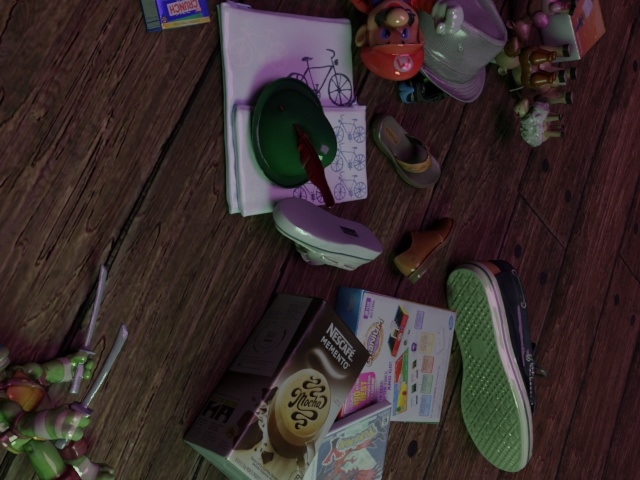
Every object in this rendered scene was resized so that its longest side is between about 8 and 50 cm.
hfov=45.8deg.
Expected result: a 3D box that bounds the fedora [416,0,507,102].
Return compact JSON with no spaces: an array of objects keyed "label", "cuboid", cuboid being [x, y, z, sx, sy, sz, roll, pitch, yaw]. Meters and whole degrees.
[{"label":"fedora","cuboid":[0.266,-0.416,1.468,0.275,0.124,0.244,40,52,-16]}]

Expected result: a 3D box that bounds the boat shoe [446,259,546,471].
[{"label":"boat shoe","cuboid":[0.404,0.275,1.690,0.155,0.186,0.501,-18,101,-37]}]

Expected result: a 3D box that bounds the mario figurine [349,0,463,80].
[{"label":"mario figurine","cuboid":[0.130,-0.441,1.324,0.170,0.198,0.321,4,80,-54]}]

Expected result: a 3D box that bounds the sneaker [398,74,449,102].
[{"label":"sneaker","cuboid":[0.238,-0.314,1.539,0.188,0.078,0.067,-22,109,-43]}]

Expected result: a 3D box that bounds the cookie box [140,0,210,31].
[{"label":"cookie box","cuboid":[-0.216,-0.363,1.095,0.091,0.040,0.107,-26,112,-43]}]

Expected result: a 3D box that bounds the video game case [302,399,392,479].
[{"label":"video game case","cuboid":[0.043,0.401,1.381,0.201,0.023,0.184,-15,122,-36]}]

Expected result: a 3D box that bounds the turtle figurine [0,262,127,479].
[{"label":"turtle figurine","cuboid":[-0.301,0.215,0.946,0.274,0.197,0.267,-33,120,-35]}]

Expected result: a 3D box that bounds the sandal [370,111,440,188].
[{"label":"sandal","cuboid":[0.182,-0.177,1.505,0.219,0.060,0.090,44,63,-39]}]

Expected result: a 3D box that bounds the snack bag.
[{"label":"snack bag","cuboid":[-0.035,-0.225,1.297,0.323,0.037,0.343,-9,100,-45]}]

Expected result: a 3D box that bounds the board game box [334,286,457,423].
[{"label":"board game box","cuboid":[0.141,0.233,1.494,0.316,0.064,0.243,17,81,-45]}]

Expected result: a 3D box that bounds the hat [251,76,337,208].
[{"label":"hat","cuboid":[0.010,-0.159,1.192,0.172,0.183,0.209,-3,96,-45]}]

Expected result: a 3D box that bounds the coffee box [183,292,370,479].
[{"label":"coffee box","cuboid":[-0.062,0.254,1.247,0.168,0.118,0.297,51,59,-35]}]

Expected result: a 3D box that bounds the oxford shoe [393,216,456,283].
[{"label":"oxford shoe","cuboid":[0.217,0.000,1.557,0.076,0.076,0.212,41,44,5]}]

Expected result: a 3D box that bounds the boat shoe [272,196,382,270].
[{"label":"boat shoe","cuboid":[0.000,0.000,1.315,0.267,0.088,0.096,13,40,-53]}]

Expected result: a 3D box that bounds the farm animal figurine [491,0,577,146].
[{"label":"farm animal figurine","cuboid":[0.483,-0.431,1.735,0.330,0.172,0.327,-65,145,-30]}]

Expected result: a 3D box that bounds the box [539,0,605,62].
[{"label":"box","cuboid":[0.638,-0.549,1.924,0.170,0.091,0.130,-45,123,-34]}]
